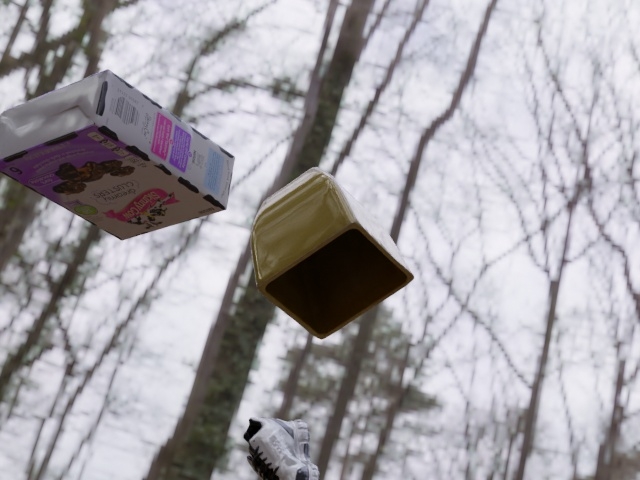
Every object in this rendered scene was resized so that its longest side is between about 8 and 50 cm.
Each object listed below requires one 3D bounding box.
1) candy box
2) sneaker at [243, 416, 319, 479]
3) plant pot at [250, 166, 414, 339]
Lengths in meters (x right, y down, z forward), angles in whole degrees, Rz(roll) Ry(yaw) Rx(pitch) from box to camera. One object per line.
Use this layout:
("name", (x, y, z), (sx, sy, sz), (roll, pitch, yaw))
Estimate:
("candy box", (-0.216, -0.084, 1.521), (0.165, 0.070, 0.196), (-16, -34, 37))
("sneaker", (-0.028, 0.152, 0.953), (0.043, 0.109, 0.040), (15, -72, -15))
("plant pot", (0.000, 0.000, 0.978), (0.081, 0.083, 0.081), (-34, -43, 14))
